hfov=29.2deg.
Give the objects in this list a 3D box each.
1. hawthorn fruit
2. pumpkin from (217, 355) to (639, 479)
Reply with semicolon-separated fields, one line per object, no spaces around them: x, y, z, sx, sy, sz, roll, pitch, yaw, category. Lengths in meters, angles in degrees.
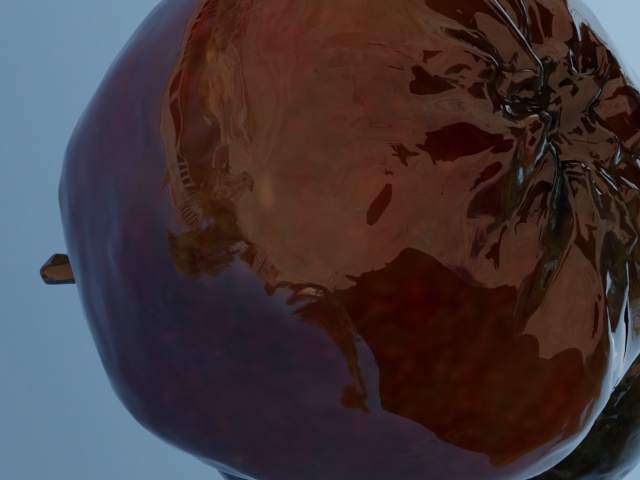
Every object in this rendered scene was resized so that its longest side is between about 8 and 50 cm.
0.019;-0.002;0.623;0.308;0.325;0.308;17;-134;-18;hawthorn fruit
0.078;0.050;1.013;0.454;0.454;0.344;36;-161;4;pumpkin
